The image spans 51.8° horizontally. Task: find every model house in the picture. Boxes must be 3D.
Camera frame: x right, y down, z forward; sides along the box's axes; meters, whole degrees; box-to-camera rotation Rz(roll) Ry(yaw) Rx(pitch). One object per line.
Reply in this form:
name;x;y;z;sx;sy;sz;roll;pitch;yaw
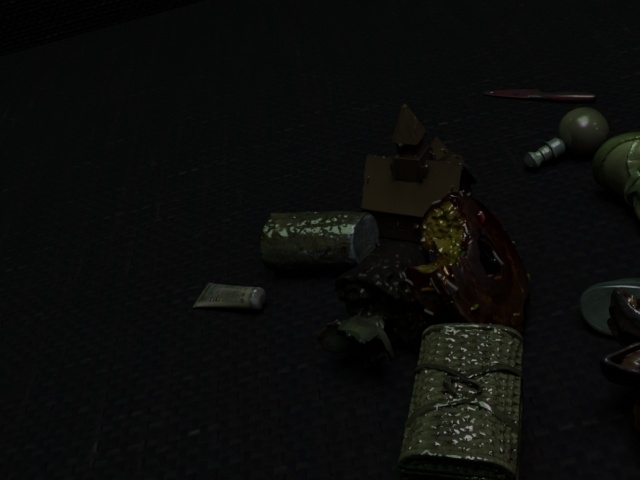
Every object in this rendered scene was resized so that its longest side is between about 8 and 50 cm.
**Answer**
model house;0.173;-0.139;1.152;0.181;0.248;0.176;11;45;29

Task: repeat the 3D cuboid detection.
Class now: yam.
yam;0.000;0.000;1.163;0.194;0.107;0.107;-1;41;17

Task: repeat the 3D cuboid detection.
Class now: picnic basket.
picnic basket;0.175;0.215;0.795;0.134;0.154;0.196;0;42;21

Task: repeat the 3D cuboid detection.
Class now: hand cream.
hand cream;-0.159;0.102;1.156;0.143;0.039;0.061;0;47;34

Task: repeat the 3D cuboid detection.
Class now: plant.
plant;0.091;0.097;0.980;0.143;0.131;0.203;-6;36;33

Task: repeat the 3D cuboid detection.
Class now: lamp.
lamp;0.459;-0.185;1.246;0.163;0.091;0.091;-30;38;5

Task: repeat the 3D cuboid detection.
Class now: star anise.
star anise;0.445;0.157;0.809;0.236;0.109;0.223;-15;61;-17

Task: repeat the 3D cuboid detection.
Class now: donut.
donut;0.212;0.050;0.954;0.096;0.216;0.230;-26;46;39

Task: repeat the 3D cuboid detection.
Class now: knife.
knife;0.479;-0.323;1.452;0.248;0.018;0.035;12;49;33

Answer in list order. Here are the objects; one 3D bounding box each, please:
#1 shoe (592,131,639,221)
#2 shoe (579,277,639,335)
shoe;0.553;-0.089;1.038;0.262;0.140;0.128;26;44;33
shoe;0.470;0.089;0.924;0.195;0.079;0.078;-6;4;25
